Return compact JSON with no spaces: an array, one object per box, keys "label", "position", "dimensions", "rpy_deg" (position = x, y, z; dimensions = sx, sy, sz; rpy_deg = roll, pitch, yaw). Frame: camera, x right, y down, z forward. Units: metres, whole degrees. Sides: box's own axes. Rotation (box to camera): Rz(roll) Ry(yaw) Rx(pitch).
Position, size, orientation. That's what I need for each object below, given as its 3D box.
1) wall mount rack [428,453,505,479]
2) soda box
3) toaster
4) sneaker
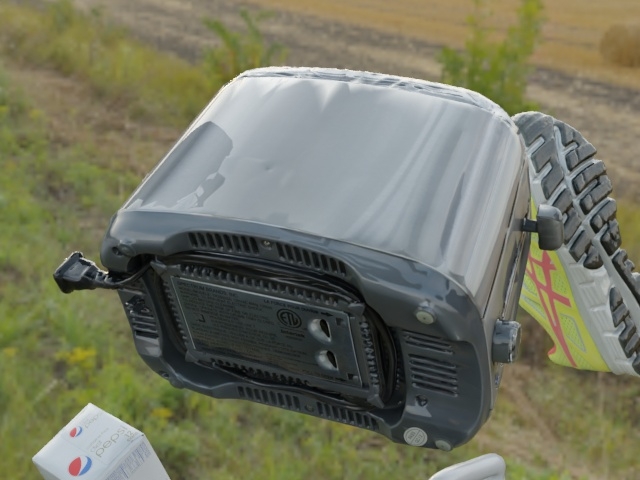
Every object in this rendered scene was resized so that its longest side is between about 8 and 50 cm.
[{"label":"wall mount rack","position":[0.091,0.301,0.644],"dimensions":[0.350,0.304,0.130],"rpy_deg":[34,16,28]},{"label":"soda box","position":[-0.155,0.238,1.014],"dimensions":[0.074,0.216,0.069],"rpy_deg":[21,54,38]},{"label":"toaster","position":[0.000,0.000,0.597],"dimensions":[0.227,0.129,0.146],"rpy_deg":[9,46,23]},{"label":"sneaker","position":[0.165,0.010,0.864],"dimensions":[0.094,0.208,0.081],"rpy_deg":[-12,16,45]}]
